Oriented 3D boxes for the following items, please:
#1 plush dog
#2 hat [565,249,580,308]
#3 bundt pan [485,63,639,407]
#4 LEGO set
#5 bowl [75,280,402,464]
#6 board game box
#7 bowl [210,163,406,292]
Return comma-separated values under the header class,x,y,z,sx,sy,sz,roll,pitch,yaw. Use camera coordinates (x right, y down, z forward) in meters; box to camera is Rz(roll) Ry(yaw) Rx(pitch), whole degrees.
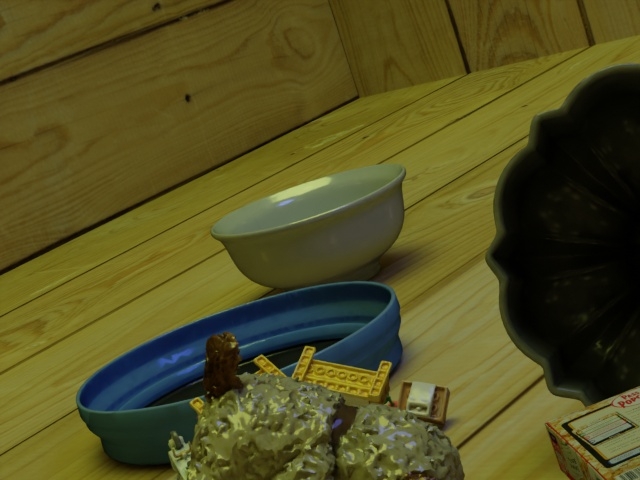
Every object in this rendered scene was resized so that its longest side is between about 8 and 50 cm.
class,x,y,z,sx,sy,sz,roll,pitch,yaw
plush dog,0.008,0.187,1.411,0.225,0.211,0.262,6,13,4
hat,0.356,0.051,1.524,0.208,0.173,0.183,-36,26,-26
bundt pan,0.312,0.008,1.456,0.331,0.331,0.124,-16,-6,9
LEGO set,-0.014,0.189,1.694,0.287,0.107,0.132,-15,45,-9
bowl,-0.089,0.153,1.958,0.391,0.077,0.391,-17,11,3
board game box,0.260,0.148,1.227,0.147,0.045,0.193,-21,10,-3
bowl,0.000,0.000,2.418,0.298,0.134,0.298,-17,11,3
